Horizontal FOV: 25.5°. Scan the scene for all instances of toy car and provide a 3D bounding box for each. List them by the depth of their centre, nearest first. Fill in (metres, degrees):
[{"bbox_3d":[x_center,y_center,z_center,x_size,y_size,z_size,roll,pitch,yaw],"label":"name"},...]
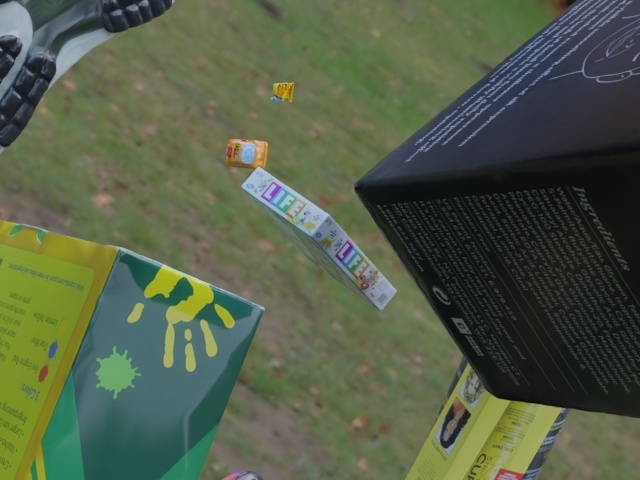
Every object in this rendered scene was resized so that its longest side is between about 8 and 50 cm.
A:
[{"bbox_3d":[-0.080,-0.137,1.649,0.060,0.122,0.040,29,14,34],"label":"toy car"}]

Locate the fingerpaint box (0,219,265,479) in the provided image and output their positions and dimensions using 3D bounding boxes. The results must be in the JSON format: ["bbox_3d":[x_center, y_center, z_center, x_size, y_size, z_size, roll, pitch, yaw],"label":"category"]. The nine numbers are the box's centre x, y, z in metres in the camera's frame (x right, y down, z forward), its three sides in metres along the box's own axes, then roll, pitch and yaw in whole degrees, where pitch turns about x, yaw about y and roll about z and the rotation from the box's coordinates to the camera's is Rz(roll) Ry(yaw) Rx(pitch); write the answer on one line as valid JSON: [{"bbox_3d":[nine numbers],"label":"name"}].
[{"bbox_3d":[-0.277,0.182,1.348,0.163,0.371,0.445,25,-9,-30],"label":"fingerpaint box"}]

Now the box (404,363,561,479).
[{"bbox_3d":[0.145,0.202,1.321,0.087,0.232,0.058,20,15,-28],"label":"box"}]

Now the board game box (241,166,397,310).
[{"bbox_3d":[0.000,0.000,1.327,0.103,0.026,0.154,35,-8,38],"label":"board game box"}]

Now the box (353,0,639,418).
[{"bbox_3d":[0.262,-0.049,0.947,0.212,0.293,0.395,55,-21,-13],"label":"box"}]

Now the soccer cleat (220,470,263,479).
[{"bbox_3d":[-0.191,0.362,1.602,0.116,0.318,0.108,22,-38,37],"label":"soccer cleat"}]

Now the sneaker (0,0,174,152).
[{"bbox_3d":[-0.268,-0.165,1.014,0.182,0.158,0.410,17,44,39],"label":"sneaker"}]

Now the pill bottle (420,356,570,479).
[{"bbox_3d":[0.177,0.245,1.571,0.130,0.245,0.130,18,21,-7],"label":"pill bottle"}]
